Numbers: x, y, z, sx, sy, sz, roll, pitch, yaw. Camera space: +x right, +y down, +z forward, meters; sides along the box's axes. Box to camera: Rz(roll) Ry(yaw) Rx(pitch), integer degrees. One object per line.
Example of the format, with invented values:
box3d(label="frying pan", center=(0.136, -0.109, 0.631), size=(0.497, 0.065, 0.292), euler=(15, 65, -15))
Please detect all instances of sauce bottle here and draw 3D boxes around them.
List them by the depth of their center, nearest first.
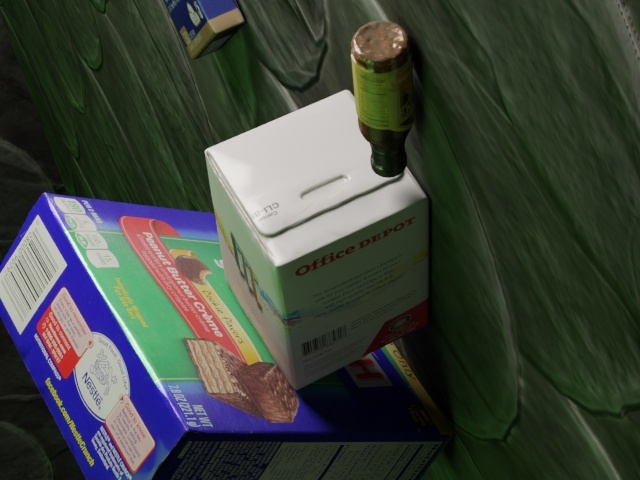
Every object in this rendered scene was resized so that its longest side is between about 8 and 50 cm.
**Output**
box3d(label="sauce bottle", center=(0.044, -0.093, 1.110), size=(0.042, 0.042, 0.128), euler=(56, 166, 32))

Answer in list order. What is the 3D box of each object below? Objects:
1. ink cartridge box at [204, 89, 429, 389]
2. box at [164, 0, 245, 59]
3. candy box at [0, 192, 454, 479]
box3d(label="ink cartridge box", center=(0.000, 0.000, 1.255), size=(0.127, 0.128, 0.176), euler=(57, 163, 32))
box3d(label="box", center=(-0.141, -0.283, 1.487), size=(0.225, 0.036, 0.136), euler=(66, 167, -1))
box3d(label="candy box", center=(-0.079, 0.102, 1.369), size=(0.122, 0.317, 0.268), euler=(-53, 54, 25))
